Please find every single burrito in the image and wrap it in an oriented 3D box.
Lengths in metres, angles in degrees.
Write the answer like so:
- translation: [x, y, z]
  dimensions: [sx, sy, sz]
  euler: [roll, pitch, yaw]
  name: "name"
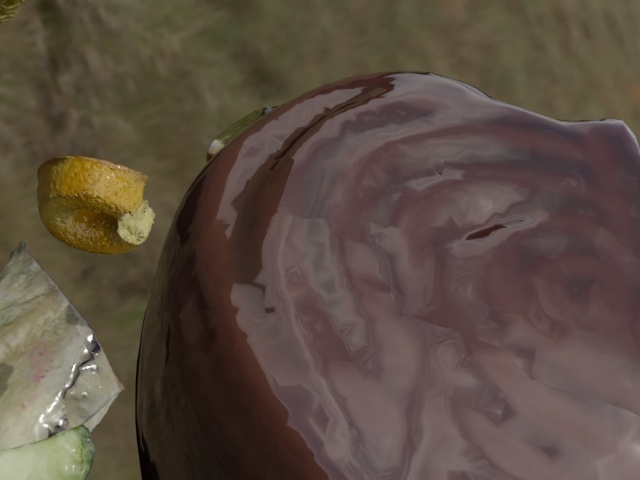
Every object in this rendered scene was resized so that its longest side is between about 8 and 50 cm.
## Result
- translation: [-0.270, 0.144, 1.638]
  dimensions: [0.107, 0.175, 0.347]
  euler: [89, 20, -44]
  name: "burrito"

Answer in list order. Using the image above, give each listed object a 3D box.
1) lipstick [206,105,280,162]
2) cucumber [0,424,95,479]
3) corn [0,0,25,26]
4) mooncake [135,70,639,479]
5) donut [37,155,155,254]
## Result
- translation: [0.000, 0.000, 1.551]
  dimensions: [0.241, 0.080, 0.080]
  euler: [54, 18, -15]
  name: "lipstick"
- translation: [-0.301, 0.228, 1.320]
  dimensions: [0.325, 0.145, 0.105]
  euler: [-19, 76, -40]
  name: "cucumber"
- translation: [-0.243, -0.188, 1.298]
  dimensions: [0.238, 0.080, 0.080]
  euler: [-19, -91, 64]
  name: "corn"
- translation: [0.088, 0.081, 0.776]
  dimensions: [0.174, 0.334, 0.326]
  euler: [101, -8, -47]
  name: "mooncake"
- translation: [-0.179, -0.026, 1.449]
  dimensions: [0.108, 0.097, 0.043]
  euler: [76, 22, -60]
  name: "donut"
